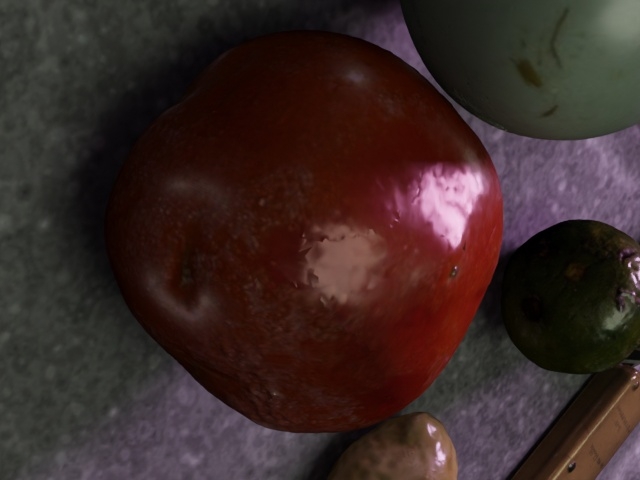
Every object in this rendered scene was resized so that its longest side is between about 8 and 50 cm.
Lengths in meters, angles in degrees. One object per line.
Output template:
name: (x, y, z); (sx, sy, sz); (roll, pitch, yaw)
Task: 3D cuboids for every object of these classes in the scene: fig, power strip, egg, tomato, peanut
fig: (0.206, 0.056, 0.965); (0.123, 0.123, 0.156); (-49, 147, -11)
power strip: (0.197, 0.226, 1.098); (0.305, 0.044, 0.064); (-48, 136, -14)
egg: (0.143, -0.174, 0.697); (0.282, 0.203, 0.202); (-67, 149, -43)
tomato: (0.003, -0.003, 0.693); (0.232, 0.189, 0.232); (-24, 127, -35)
peanut: (0.038, 0.234, 0.919); (0.103, 0.098, 0.229); (-60, 166, -74)

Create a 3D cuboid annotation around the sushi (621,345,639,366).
sushi: (0.303, 0.081, 1.077); (0.126, 0.026, 0.120); (-28, 141, 23)
